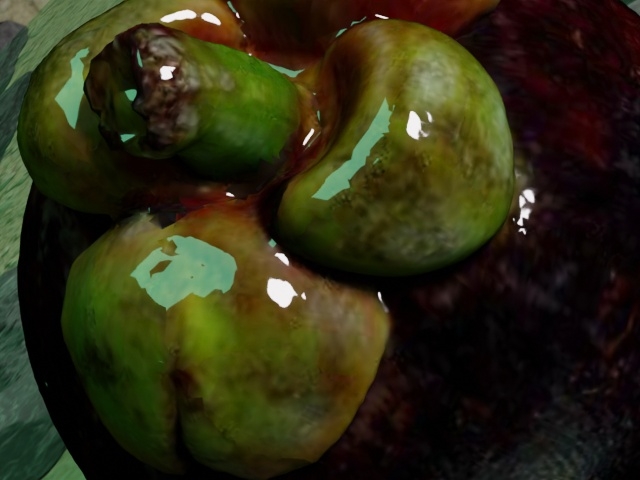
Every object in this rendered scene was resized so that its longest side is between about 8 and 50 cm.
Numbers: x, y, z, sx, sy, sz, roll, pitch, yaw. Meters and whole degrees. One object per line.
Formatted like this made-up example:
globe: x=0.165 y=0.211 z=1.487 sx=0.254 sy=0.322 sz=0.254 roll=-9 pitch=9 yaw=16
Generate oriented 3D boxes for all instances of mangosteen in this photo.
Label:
mangosteen: x=0.005 y=0.005 z=0.719 sx=0.300 sy=0.300 sz=0.300 roll=-38 pitch=24 yaw=20
